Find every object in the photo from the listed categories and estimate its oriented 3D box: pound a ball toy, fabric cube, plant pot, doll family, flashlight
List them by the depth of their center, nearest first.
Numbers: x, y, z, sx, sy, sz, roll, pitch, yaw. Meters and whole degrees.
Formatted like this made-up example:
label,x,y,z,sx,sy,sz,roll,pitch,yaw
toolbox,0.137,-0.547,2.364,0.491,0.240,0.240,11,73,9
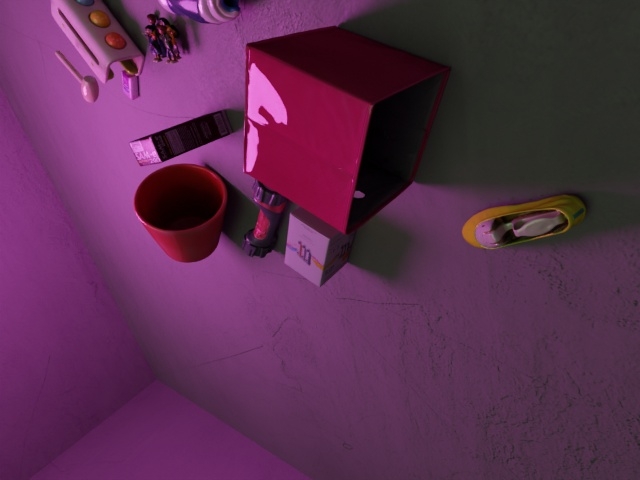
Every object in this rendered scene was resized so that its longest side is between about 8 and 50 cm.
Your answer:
label,x,y,z,sx,sy,sz,roll,pitch,yaw
fabric cube,0.036,-0.214,0.775,0.258,0.254,0.259,32,136,23
doll family,-0.431,-0.548,1.126,0.193,0.076,0.111,21,135,37
flashlight,-0.167,-0.065,1.198,0.103,0.103,0.304,42,138,12
pound a ball toy,-0.677,-0.591,1.226,0.319,0.208,0.136,53,141,1
plant pot,-0.435,-0.069,1.349,0.275,0.275,0.243,40,149,16

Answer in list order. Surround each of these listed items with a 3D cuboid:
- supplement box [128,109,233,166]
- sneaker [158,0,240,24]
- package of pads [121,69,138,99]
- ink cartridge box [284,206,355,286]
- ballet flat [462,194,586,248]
label,x,y,z,sx,sy,sz,roll,pitch,yaw
supplement box,-0.374,-0.280,1.134,0.130,0.239,0.073,4,120,43
sneaker,-0.239,-0.626,0.858,0.236,0.130,0.323,19,126,21
package of pads,-0.627,-0.512,1.372,0.050,0.032,0.083,38,138,14
ink cartridge box,0.000,0.000,1.064,0.127,0.128,0.176,34,138,22
ballet flat,0.346,-0.025,0.750,0.231,0.077,0.077,-19,105,49
